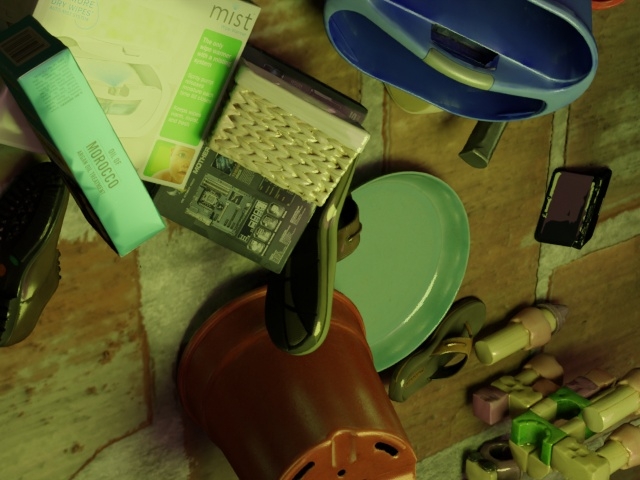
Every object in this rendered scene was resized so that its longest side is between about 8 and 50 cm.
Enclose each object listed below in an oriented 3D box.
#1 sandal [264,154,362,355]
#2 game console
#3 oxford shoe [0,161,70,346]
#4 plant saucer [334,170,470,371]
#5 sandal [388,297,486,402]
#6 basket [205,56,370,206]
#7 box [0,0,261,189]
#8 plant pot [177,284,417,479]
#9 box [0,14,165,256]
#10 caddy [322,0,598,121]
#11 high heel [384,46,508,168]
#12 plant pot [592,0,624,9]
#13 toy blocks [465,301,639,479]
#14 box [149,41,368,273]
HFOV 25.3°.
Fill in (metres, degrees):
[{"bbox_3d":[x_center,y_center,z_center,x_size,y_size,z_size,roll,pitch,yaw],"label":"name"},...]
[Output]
[{"bbox_3d":[-0.001,0.001,1.803,0.086,0.120,0.303,22,72,-42],"label":"sandal"},{"bbox_3d":[0.392,-0.055,2.204,0.107,0.071,0.122,-31,139,-61],"label":"game console"},{"bbox_3d":[-0.337,0.016,1.641,0.096,0.083,0.227,5,111,-64],"label":"oxford shoe"},{"bbox_3d":[0.074,0.043,1.990,0.317,0.043,0.318,-19,126,-29],"label":"plant saucer"},{"bbox_3d":[0.184,0.170,2.119,0.219,0.060,0.090,-38,140,-36],"label":"sandal"},{"bbox_3d":[-0.043,-0.123,1.634,0.167,0.113,0.103,27,99,-12],"label":"basket"},{"bbox_3d":[-0.235,-0.206,1.549,0.262,0.127,0.231,15,107,-41],"label":"box"},{"bbox_3d":[-0.018,0.237,1.834,0.272,0.265,0.272,-13,128,-16],"label":"plant pot"},{"bbox_3d":[-0.247,-0.103,1.445,0.060,0.100,0.244,-35,131,-13],"label":"box"},{"bbox_3d":[0.169,-0.263,1.698,0.341,0.179,0.241,22,146,-20],"label":"caddy"},{"bbox_3d":[0.177,-0.244,1.903,0.261,0.093,0.186,44,61,-31],"label":"high heel"},{"bbox_3d":[0.323,-0.410,1.832,0.191,0.174,0.191,-18,124,-29],"label":"plant pot"},{"bbox_3d":[0.413,0.273,2.225,0.260,0.288,0.309,-24,128,-34],"label":"toy blocks"},{"bbox_3d":[-0.078,-0.102,1.722,0.183,0.059,0.233,26,97,-14],"label":"box"}]
